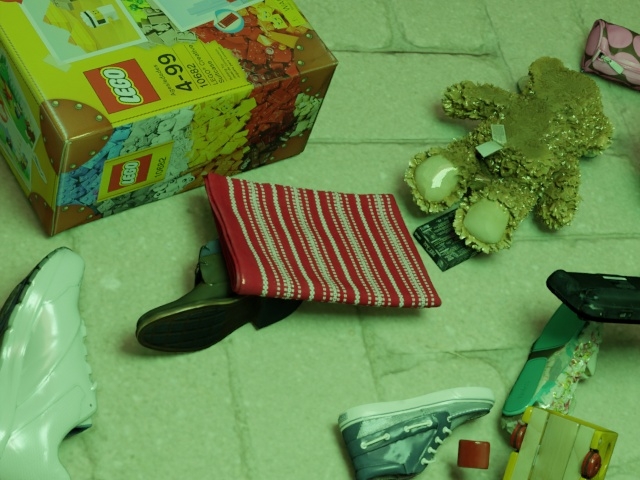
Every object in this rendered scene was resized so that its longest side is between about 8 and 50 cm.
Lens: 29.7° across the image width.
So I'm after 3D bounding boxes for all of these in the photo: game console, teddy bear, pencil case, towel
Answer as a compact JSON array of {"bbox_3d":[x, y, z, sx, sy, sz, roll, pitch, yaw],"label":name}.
[{"bbox_3d":[0.434,0.071,1.494,0.361,0.044,0.213,5,15,-27],"label":"game console"},{"bbox_3d":[0.255,-0.111,1.635,0.245,0.113,0.338,22,52,9],"label":"teddy bear"},{"bbox_3d":[0.501,-0.260,1.833,0.209,0.095,0.098,17,17,-3],"label":"pencil case"},{"bbox_3d":[0.000,0.000,1.468,0.275,0.031,0.199,6,42,-26],"label":"towel"}]

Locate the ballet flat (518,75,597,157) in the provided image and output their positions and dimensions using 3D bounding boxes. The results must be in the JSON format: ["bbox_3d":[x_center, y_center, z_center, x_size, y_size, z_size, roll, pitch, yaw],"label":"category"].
[{"bbox_3d":[0.357,-0.193,1.760,0.057,0.052,0.168,-27,67,-32],"label":"ballet flat"}]

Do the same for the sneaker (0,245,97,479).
[{"bbox_3d":[-0.297,0.141,1.288,0.129,0.111,0.297,25,53,-20],"label":"sneaker"}]

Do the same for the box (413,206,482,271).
[{"bbox_3d":[0.173,-0.003,1.582,0.083,0.018,0.067,-26,66,-31],"label":"box"}]

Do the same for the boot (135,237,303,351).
[{"bbox_3d":[-0.135,0.060,1.408,0.219,0.082,0.106,-12,49,-36],"label":"boot"}]

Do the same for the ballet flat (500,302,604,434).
[{"bbox_3d":[0.292,0.160,1.476,0.077,0.091,0.241,51,55,-17],"label":"ballet flat"}]

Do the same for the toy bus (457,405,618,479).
[{"bbox_3d":[0.257,0.284,1.336,0.104,0.202,0.191,18,45,-58],"label":"toy bus"}]

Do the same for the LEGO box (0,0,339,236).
[{"bbox_3d":[-0.275,-0.296,1.540,0.373,0.193,0.500,-21,64,-30],"label":"LEGO box"}]

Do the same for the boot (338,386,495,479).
[{"bbox_3d":[0.118,0.224,1.375,0.190,0.069,0.086,-9,65,-14],"label":"boot"}]
